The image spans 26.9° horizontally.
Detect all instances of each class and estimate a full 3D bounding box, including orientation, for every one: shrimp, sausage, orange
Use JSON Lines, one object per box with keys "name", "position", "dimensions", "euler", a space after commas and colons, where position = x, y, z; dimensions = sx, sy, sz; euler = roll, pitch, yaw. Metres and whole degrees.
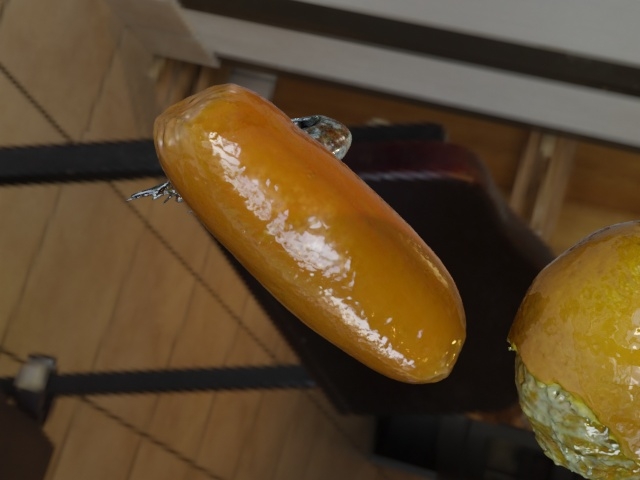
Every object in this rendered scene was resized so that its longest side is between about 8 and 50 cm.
{"name": "shrimp", "position": [-0.082, -0.074, 1.309], "dimensions": [0.079, 0.233, 0.090], "euler": [-105, 179, -62]}
{"name": "sausage", "position": [0.000, 0.000, 0.796], "dimensions": [0.098, 0.238, 0.098], "euler": [-40, -161, 17]}
{"name": "orange", "position": [0.176, 0.063, 0.695], "dimensions": [0.156, 0.134, 0.157], "euler": [-12, 119, -23]}
